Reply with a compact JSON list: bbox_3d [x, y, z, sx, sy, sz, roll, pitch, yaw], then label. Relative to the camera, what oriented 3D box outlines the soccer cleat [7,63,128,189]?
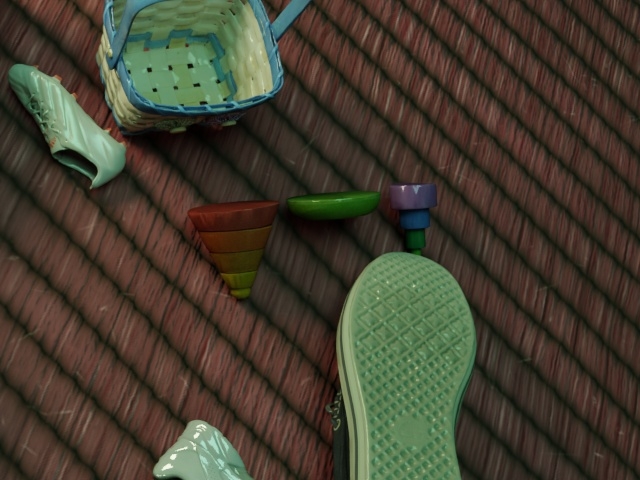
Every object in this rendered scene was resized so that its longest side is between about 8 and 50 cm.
[{"bbox_3d":[-0.336,-0.149,1.768,0.196,0.068,0.076,42,59,-2],"label":"soccer cleat"}]

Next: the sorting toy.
[{"bbox_3d":[0.000,0.000,1.831,0.366,0.127,0.126,-7,97,-29],"label":"sorting toy"}]

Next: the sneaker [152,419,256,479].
[{"bbox_3d":[-0.107,0.328,1.614,0.232,0.090,0.115,42,62,13],"label":"sneaker"}]

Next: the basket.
[{"bbox_3d":[-0.154,-0.257,1.764,0.255,0.289,0.201,-11,70,-26],"label":"basket"}]

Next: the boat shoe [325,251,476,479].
[{"bbox_3d":[0.094,0.223,1.710,0.187,0.156,0.500,12,49,-11],"label":"boat shoe"}]
